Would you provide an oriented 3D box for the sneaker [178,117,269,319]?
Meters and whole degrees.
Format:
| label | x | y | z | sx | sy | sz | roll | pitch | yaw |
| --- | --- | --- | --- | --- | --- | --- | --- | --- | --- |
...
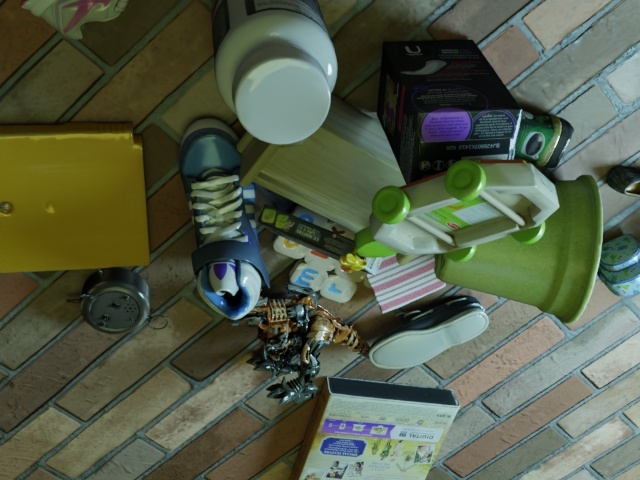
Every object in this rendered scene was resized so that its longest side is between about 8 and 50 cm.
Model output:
| label | x | y | z | sx | sy | sz | roll | pitch | yaw |
| --- | --- | --- | --- | --- | --- | --- | --- | --- | --- |
| sneaker | -0.164 | -0.020 | 1.505 | 0.130 | 0.236 | 0.322 | -8 | 126 | -4 |

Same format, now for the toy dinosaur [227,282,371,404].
| label | x | y | z | sx | sy | sz | roll | pitch | yaw |
| --- | --- | --- | --- | --- | --- | --- | --- | --- | --- |
| toy dinosaur | -0.037 | 0.199 | 1.740 | 0.322 | 0.164 | 0.218 | 22 | 104 | -8 |

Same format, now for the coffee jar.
| label | x | y | z | sx | sy | sz | roll | pitch | yaw |
| --- | --- | --- | --- | --- | --- | --- | --- | --- | --- |
| coffee jar | 0.354 | -0.190 | 1.568 | 0.185 | 0.079 | 0.096 | 12 | 119 | -16 |

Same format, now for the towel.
| label | x | y | z | sx | sy | sz | roll | pitch | yaw |
| --- | --- | --- | --- | --- | --- | --- | --- | --- | --- |
| towel | 0.157 | 0.046 | 1.712 | 0.144 | 0.029 | 0.197 | -22 | 127 | 1 |

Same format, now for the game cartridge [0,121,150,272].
| label | x | y | z | sx | sy | sz | roll | pitch | yaw |
| --- | --- | --- | --- | --- | --- | --- | --- | --- | --- |
| game cartridge | -0.469 | -0.072 | 1.539 | 0.324 | 0.052 | 0.285 | -3 | 125 | -10 |

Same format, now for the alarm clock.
| label | x | y | z | sx | sy | sz | roll | pitch | yaw |
| --- | --- | --- | --- | --- | --- | --- | --- | --- | --- |
| alarm clock | -0.375 | 0.128 | 1.684 | 0.192 | 0.064 | 0.129 | 29 | 115 | -29 |

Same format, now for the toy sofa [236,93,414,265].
| label | x | y | z | sx | sy | sz | roll | pitch | yaw |
| --- | --- | --- | --- | --- | --- | --- | --- | --- | --- |
| toy sofa | 0.046 | -0.122 | 1.518 | 0.363 | 0.177 | 0.150 | 25 | 126 | -24 |

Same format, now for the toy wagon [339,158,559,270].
| label | x | y | z | sx | sy | sz | roll | pitch | yaw |
| --- | --- | --- | --- | --- | --- | --- | --- | --- | --- |
| toy wagon | 0.181 | -0.032 | 1.353 | 0.345 | 0.068 | 0.267 | -17 | 156 | 28 |

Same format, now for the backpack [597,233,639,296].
| label | x | y | z | sx | sy | sz | roll | pitch | yaw |
| --- | --- | --- | --- | --- | --- | --- | --- | --- | --- |
| backpack | 0.605 | 0.051 | 1.754 | 0.105 | 0.114 | 0.084 | -26 | 124 | 10 |

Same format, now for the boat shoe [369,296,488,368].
| label | x | y | z | sx | sy | sz | roll | pitch | yaw |
| --- | --- | --- | --- | --- | --- | --- | --- | --- | --- |
| boat shoe | 0.216 | 0.184 | 1.805 | 0.255 | 0.079 | 0.095 | -26 | 123 | 6 |

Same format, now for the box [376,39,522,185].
| label | x | y | z | sx | sy | sz | roll | pitch | yaw |
| --- | --- | --- | --- | --- | --- | --- | --- | --- | --- |
| box | 0.197 | -0.206 | 1.414 | 0.165 | 0.270 | 0.143 | -3 | 126 | -7 |

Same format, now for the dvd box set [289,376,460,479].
| label | x | y | z | sx | sy | sz | roll | pitch | yaw |
| --- | --- | --- | --- | --- | --- | --- | --- | --- | --- |
| dvd box set | 0.106 | 0.498 | 2.015 | 0.308 | 0.062 | 0.420 | 8 | 122 | -15 |

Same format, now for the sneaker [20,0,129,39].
| label | x | y | z | sx | sy | sz | roll | pitch | yaw |
| --- | --- | --- | --- | --- | --- | --- | --- | --- | --- |
| sneaker | -0.322 | -0.396 | 1.312 | 0.252 | 0.103 | 0.111 | -30 | 128 | 19 |

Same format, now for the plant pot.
| label | x | y | z | sx | sy | sz | roll | pitch | yaw |
| --- | --- | --- | --- | --- | --- | --- | --- | --- | --- |
| plant pot | 0.347 | 0.001 | 1.612 | 0.254 | 0.276 | 0.276 | 7 | 124 | 0 |

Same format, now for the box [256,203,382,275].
| label | x | y | z | sx | sy | sz | roll | pitch | yaw |
| --- | --- | --- | --- | --- | --- | --- | --- | --- | --- |
| box | 0.000 | 0.000 | 1.541 | 0.207 | 0.114 | 0.036 | 23 | 86 | 18 |

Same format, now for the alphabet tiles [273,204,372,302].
| label | x | y | z | sx | sy | sz | roll | pitch | yaw |
| --- | --- | --- | --- | --- | --- | --- | --- | --- | --- |
| alphabet tiles | 0.063 | -0.004 | 1.685 | 0.278 | 0.021 | 0.284 | 21 | 119 | -25 |

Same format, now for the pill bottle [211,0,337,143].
| label | x | y | z | sx | sy | sz | roll | pitch | yaw |
| --- | --- | --- | --- | --- | --- | --- | --- | --- | --- |
| pill bottle | -0.070 | -0.275 | 1.294 | 0.177 | 0.318 | 0.176 | -4 | 126 | -6 |

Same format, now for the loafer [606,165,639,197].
| label | x | y | z | sx | sy | sz | roll | pitch | yaw |
| --- | --- | --- | --- | --- | --- | --- | --- | --- | --- |
| loafer | 0.638 | -0.103 | 1.685 | 0.170 | 0.061 | 0.062 | 0 | 123 | -10 |
